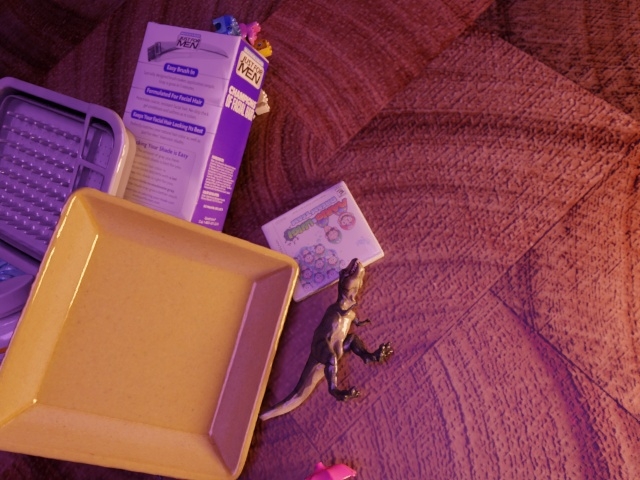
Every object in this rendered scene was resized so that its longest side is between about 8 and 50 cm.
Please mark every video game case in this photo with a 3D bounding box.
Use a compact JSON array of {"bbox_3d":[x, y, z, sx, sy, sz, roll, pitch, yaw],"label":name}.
[{"bbox_3d":[0.000,0.000,0.757,0.157,0.019,0.143,-29,67,5],"label":"video game case"}]

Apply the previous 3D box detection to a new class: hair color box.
[{"bbox_3d":[-0.228,-0.166,0.788,0.185,0.110,0.339,18,95,20],"label":"hair color box"}]

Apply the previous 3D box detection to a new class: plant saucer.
[{"bbox_3d":[-0.232,0.137,0.670,0.332,0.081,0.333,20,77,-19],"label":"plant saucer"}]

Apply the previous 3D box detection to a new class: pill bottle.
[{"bbox_3d":[-0.432,0.163,0.717,0.117,0.118,0.209,-12,110,11],"label":"pill bottle"}]

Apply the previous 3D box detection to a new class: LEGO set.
[{"bbox_3d":[-0.132,-0.343,0.874,0.093,0.087,0.228,-17,69,10],"label":"LEGO set"}]

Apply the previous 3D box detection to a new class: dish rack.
[{"bbox_3d":[-0.441,-0.095,0.774,0.332,0.072,0.286,21,96,22],"label":"dish rack"}]

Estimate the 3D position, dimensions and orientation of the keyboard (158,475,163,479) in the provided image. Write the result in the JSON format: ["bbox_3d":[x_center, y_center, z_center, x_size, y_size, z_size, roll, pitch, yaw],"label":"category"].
[{"bbox_3d":[-0.229,0.399,0.681,0.316,0.033,0.202,5,80,16],"label":"keyboard"}]

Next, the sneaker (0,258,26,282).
[{"bbox_3d":[-0.533,0.093,0.805,0.135,0.150,0.366,-16,68,9],"label":"sneaker"}]

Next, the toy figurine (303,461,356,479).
[{"bbox_3d":[0.020,0.367,0.589,0.173,0.130,0.159,19,67,-1],"label":"toy figurine"}]

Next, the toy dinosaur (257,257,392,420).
[{"bbox_3d":[0.023,0.162,0.675,0.118,0.064,0.268,25,81,36],"label":"toy dinosaur"}]
